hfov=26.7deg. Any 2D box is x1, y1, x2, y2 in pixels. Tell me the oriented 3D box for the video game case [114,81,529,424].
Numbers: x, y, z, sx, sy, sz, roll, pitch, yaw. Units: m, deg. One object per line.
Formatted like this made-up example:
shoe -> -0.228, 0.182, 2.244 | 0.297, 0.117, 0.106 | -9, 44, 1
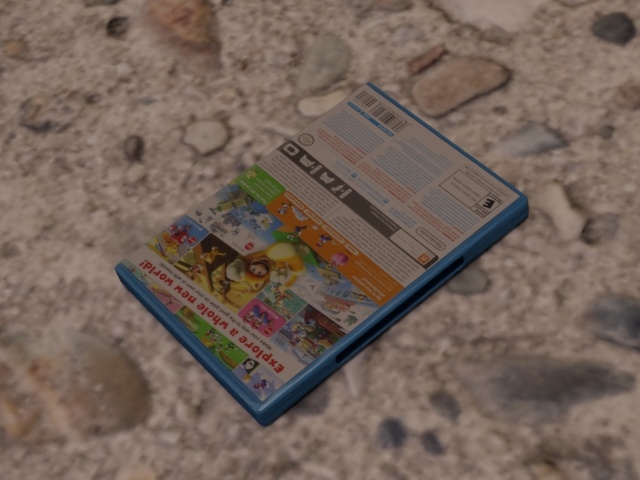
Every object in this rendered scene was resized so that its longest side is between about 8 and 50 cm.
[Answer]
video game case -> 0.000, 0.000, 0.650 | 0.166, 0.015, 0.119 | -37, 54, -17
